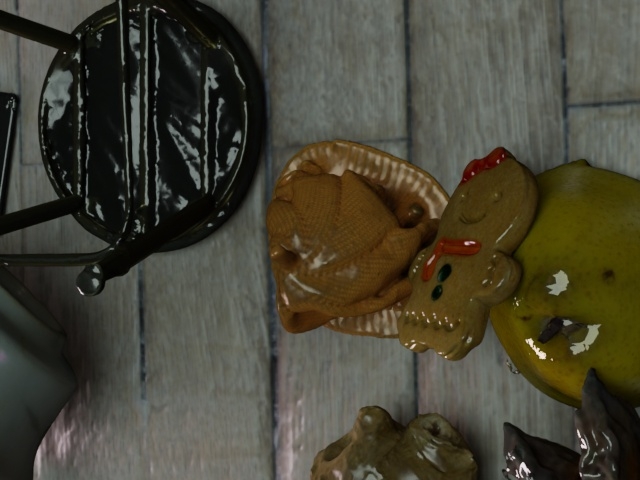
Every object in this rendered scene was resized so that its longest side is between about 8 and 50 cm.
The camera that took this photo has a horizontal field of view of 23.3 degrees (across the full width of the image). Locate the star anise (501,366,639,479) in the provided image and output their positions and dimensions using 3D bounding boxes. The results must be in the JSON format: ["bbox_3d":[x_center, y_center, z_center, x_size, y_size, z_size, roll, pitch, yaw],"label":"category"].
[{"bbox_3d":[0.298,0.280,1.469,0.331,0.117,0.332,10,114,23],"label":"star anise"}]

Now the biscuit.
[{"bbox_3d":[0.146,0.009,1.531,0.166,0.036,0.226,9,71,62],"label":"biscuit"}]

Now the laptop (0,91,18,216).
[{"bbox_3d":[-0.443,-0.103,1.956,0.129,0.016,0.180,10,94,25],"label":"laptop"}]

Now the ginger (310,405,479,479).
[{"bbox_3d":[0.110,0.294,1.639,0.270,0.123,0.219,23,107,14],"label":"ginger"}]

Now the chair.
[{"bbox_3d":[-0.276,-0.131,1.656,0.361,0.410,0.365,-2,90,26],"label":"chair"}]

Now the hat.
[{"bbox_3d":[0.000,0.000,1.623,0.233,0.233,0.244,-22,82,23],"label":"hat"}]

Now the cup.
[{"bbox_3d":[-0.407,0.112,1.794,0.163,0.347,0.347,-45,71,-3],"label":"cup"}]

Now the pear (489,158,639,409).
[{"bbox_3d":[0.257,0.047,1.535,0.266,0.178,0.267,-1,88,22],"label":"pear"}]
